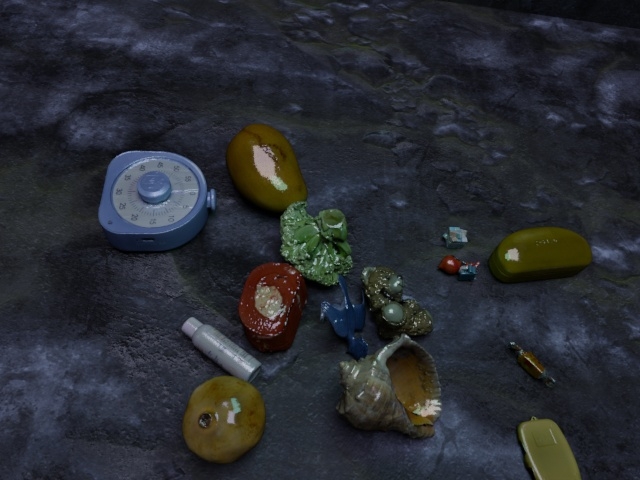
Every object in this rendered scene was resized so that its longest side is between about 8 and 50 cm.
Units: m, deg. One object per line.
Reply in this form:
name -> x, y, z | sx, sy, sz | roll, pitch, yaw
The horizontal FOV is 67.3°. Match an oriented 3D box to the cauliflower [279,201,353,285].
cauliflower -> 0.000, 0.000, 1.601 | 0.275, 0.250, 0.272 | 20, 49, -20

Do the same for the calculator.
calculator -> 0.672, 0.636, 1.411 | 0.157, 0.033, 0.236 | -5, 56, -10

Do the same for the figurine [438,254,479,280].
figurine -> 0.495, 0.099, 1.726 | 0.140, 0.068, 0.075 | 12, 59, 7

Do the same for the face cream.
face cream -> -0.304, 0.326, 1.447 | 0.269, 0.082, 0.082 | 32, 58, 14

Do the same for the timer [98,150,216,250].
timer -> -0.554, -0.148, 1.671 | 0.396, 0.173, 0.394 | 4, 55, -5

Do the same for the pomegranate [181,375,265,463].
pomegranate -> -0.251, 0.475, 1.277 | 0.234, 0.233, 0.232 | 4, 56, -6

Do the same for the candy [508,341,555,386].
candy -> 0.684, 0.399, 1.560 | 0.047, 0.053, 0.182 | -25, 62, -37

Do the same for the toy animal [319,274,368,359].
toy animal -> 0.088, 0.242, 1.524 | 0.177, 0.255, 0.239 | 11, 11, 27

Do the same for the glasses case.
glasses case -> 0.805, 0.043, 1.761 | 0.372, 0.141, 0.173 | -5, 57, -12

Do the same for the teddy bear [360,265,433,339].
teddy bear -> 0.230, 0.194, 1.570 | 0.267, 0.156, 0.255 | 22, 45, -43

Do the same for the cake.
cake -> -0.152, 0.205, 1.513 | 0.177, 0.150, 0.282 | 9, 55, 14

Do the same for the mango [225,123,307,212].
mango -> -0.198, -0.257, 1.772 | 0.264, 0.221, 0.378 | -28, 73, -27

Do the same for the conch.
conch -> 0.191, 0.423, 1.391 | 0.352, 0.210, 0.297 | 45, 70, -30

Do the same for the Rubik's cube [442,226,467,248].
Rubik's cube -> 0.507, -0.016, 1.795 | 0.075, 0.084, 0.073 | 11, 58, -21
